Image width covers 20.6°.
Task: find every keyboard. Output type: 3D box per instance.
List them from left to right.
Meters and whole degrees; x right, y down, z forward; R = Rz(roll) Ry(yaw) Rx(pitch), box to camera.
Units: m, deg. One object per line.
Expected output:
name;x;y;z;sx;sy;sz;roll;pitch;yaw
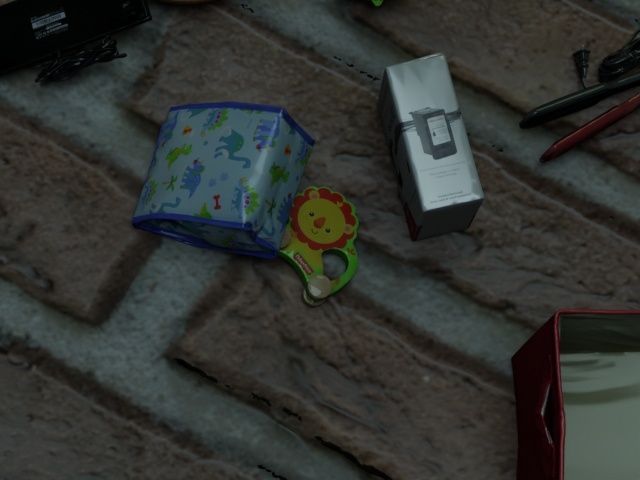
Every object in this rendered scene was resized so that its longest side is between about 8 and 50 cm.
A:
keyboard;-0.258;-0.197;1.724;0.192;0.038;0.100;-20;68;3

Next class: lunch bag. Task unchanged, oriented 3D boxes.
lunch bag;-0.098;-0.061;1.676;0.151;0.096;0.129;8;71;27

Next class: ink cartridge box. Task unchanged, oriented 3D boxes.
ink cartridge box;0.103;-0.089;1.696;0.063;0.109;0.150;-13;76;-6

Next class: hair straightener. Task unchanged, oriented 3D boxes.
hair straightener;0.295;-0.167;1.771;0.230;0.047;0.089;-30;80;-14

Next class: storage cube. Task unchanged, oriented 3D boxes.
storage cube;0.286;0.174;1.597;0.215;0.193;0.183;2;74;-7

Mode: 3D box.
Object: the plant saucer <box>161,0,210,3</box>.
plant saucer;-0.137;-0.327;1.776;0.200;0.037;0.200;2;73;-6

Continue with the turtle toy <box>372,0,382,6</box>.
turtle toy;0.054;-0.293;1.772;0.095;0.066;0.130;0;74;-6

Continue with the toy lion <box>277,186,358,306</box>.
toy lion;0.000;0.000;1.703;0.096;0.034;0.100;-35;81;-22
